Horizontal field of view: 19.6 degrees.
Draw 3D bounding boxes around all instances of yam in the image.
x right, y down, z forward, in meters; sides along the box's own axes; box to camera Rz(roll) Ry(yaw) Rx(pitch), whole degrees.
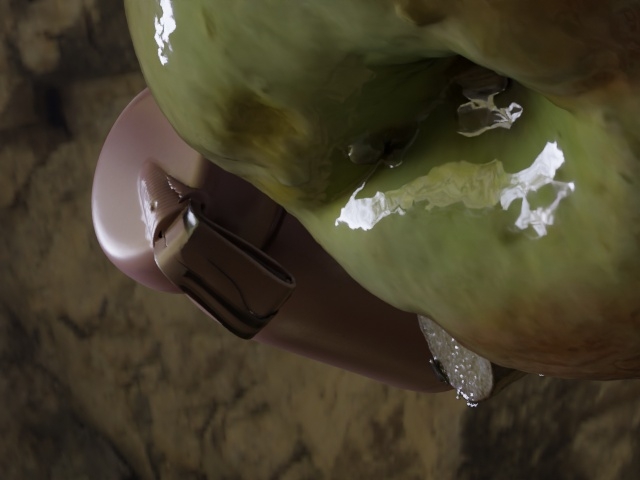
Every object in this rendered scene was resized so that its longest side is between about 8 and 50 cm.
[{"bbox_3d":[0.120,0.029,1.036,0.127,0.084,0.084,-29,-120,-17],"label":"yam"}]

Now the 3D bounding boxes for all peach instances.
[{"bbox_3d":[0.067,-0.096,0.413,0.214,0.214,0.235,15,-126,11],"label":"peach"}]

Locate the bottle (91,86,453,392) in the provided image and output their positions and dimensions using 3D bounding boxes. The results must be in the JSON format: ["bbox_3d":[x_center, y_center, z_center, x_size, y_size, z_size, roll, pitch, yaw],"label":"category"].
[{"bbox_3d":[0.000,0.000,1.222,0.173,0.297,0.206,-48,-136,22],"label":"bottle"}]
